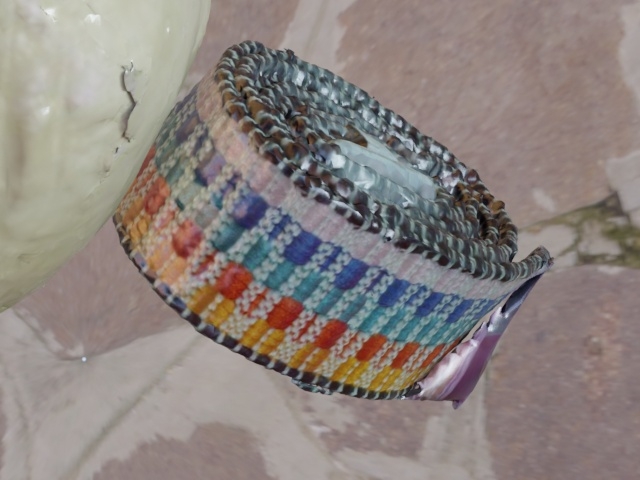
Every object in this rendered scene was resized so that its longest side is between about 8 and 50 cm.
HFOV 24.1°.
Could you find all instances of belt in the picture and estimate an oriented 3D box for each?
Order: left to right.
[{"bbox_3d":[0.000,0.000,1.002,0.160,0.295,0.206,-49,54,19],"label":"belt"}]

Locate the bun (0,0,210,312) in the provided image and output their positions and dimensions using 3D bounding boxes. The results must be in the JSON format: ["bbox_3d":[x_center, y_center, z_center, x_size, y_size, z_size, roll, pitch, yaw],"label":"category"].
[{"bbox_3d":[-0.227,-0.105,0.532,0.362,0.326,0.234,-14,46,6],"label":"bun"}]
